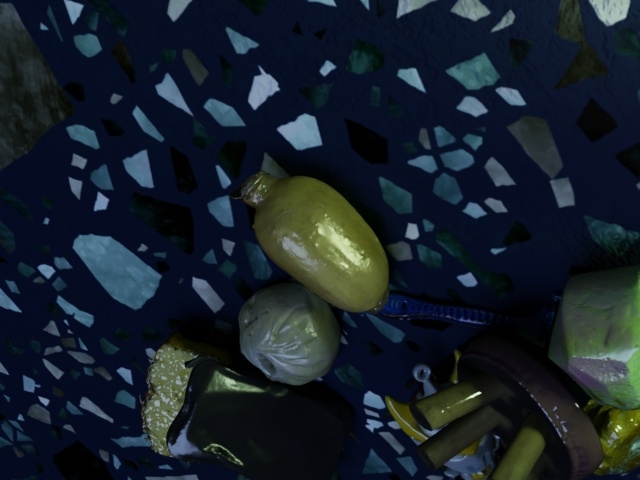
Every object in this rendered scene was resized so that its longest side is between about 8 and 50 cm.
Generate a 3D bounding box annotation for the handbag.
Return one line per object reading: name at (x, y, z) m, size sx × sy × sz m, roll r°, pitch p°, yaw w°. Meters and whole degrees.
handbag at (-0.114, 0.333, 2.071) m, size 0.332 × 0.192 × 0.075 m, roll 22°, pitch -179°, yaw -19°

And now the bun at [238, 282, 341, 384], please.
bun at (-0.068, 0.170, 1.995) m, size 0.193 × 0.128 × 0.178 m, roll -10°, pitch 122°, yaw 37°

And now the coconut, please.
coconut at (0.427, 0.138, 1.639) m, size 0.236 × 0.236 × 0.204 m, roll -18°, pitch 81°, yaw 38°

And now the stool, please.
stool at (0.270, 0.292, 1.748) m, size 0.272 × 0.178 × 0.272 m, roll 45°, pitch 162°, yaw 19°

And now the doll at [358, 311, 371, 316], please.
doll at (0.053, 0.079, 1.923) m, size 0.037 × 0.027 × 0.125 m, roll -5°, pitch 126°, yaw 33°

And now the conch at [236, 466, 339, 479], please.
conch at (-0.073, 0.442, 2.210) m, size 0.188 × 0.122 × 0.176 m, roll -40°, pitch 57°, yaw 19°

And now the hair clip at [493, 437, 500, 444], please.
hair clip at (0.286, 0.432, 2.064) m, size 0.110 × 0.095 × 0.359 m, roll 33°, pitch 139°, yaw 55°

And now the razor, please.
razor at (0.238, 0.121, 1.837) m, size 0.324 × 0.093 × 0.056 m, roll 4°, pitch 163°, yaw 31°

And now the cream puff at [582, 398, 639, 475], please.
cream puff at (0.456, 0.292, 1.811) m, size 0.116 × 0.146 × 0.146 m, roll 51°, pitch 153°, yaw 46°

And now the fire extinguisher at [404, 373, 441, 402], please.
fire extinguisher at (0.177, 0.251, 1.998) m, size 0.046 × 0.032 × 0.100 m, roll 62°, pitch 139°, yaw 27°

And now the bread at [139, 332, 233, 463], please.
bread at (-0.240, 0.278, 2.173) m, size 0.160 × 0.147 × 0.261 m, roll 11°, pitch 117°, yaw 12°

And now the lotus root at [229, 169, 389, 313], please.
lotus root at (0.000, 0.001, 1.802) m, size 0.303 × 0.146 × 0.131 m, roll 43°, pitch 140°, yaw -14°

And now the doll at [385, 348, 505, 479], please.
doll at (0.231, 0.335, 1.942) m, size 0.145 × 0.103 × 0.316 m, roll -23°, pitch 113°, yaw 18°
